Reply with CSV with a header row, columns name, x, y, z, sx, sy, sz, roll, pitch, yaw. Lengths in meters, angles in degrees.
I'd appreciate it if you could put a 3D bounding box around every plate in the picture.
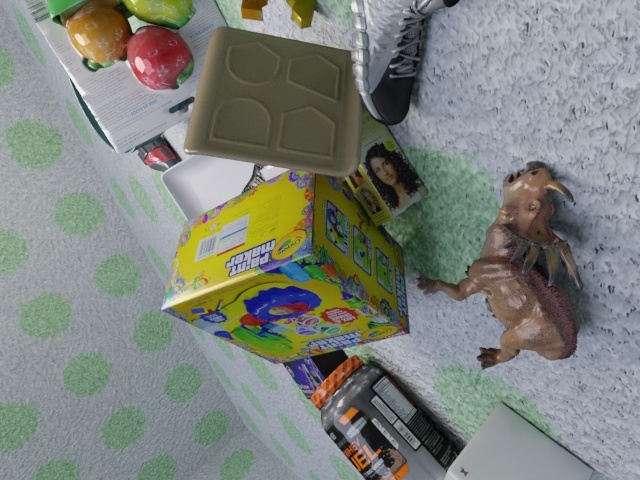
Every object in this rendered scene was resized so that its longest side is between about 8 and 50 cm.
name,x,y,z,sx,sy,sz,roll,pitch,yaw
plate,-0.193,-0.097,1.011,0.277,0.045,0.277,-26,101,17

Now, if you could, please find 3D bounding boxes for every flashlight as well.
name,x,y,z,sx,sy,sz,roll,pitch,yaw
flashlight,-0.474,-0.199,1.413,0.304,0.103,0.103,52,177,5

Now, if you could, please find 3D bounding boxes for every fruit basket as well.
name,x,y,z,sx,sy,sz,roll,pitch,yaw
fruit basket,-0.353,-0.403,0.852,0.353,0.326,0.165,61,-176,-19

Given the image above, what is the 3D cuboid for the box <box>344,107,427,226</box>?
name,x,y,z,sx,sy,sz,roll,pitch,yaw
box,0.066,-0.144,0.672,0.232,0.087,0.058,56,153,-2

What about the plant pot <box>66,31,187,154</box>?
name,x,y,z,sx,sy,sz,roll,pitch,yaw
plant pot,-0.462,-0.387,1.080,0.293,0.196,0.293,27,134,31

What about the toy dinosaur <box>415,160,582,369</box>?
name,x,y,z,sx,sy,sz,roll,pitch,yaw
toy dinosaur,0.270,0.071,0.556,0.296,0.127,0.200,54,145,-8

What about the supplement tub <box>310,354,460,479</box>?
name,x,y,z,sx,sy,sz,roll,pitch,yaw
supplement tub,0.146,0.457,1.040,0.338,0.207,0.207,44,149,20

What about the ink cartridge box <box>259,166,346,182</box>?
name,x,y,z,sx,sy,sz,roll,pitch,yaw
ink cartridge box,-0.016,-0.124,0.771,0.089,0.143,0.092,-25,99,43

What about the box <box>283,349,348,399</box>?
name,x,y,z,sx,sy,sz,roll,pitch,yaw
box,-0.012,0.382,1.314,0.184,0.103,0.261,57,151,4

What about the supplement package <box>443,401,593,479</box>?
name,x,y,z,sx,sy,sz,roll,pitch,yaw
supplement package,0.338,0.486,0.811,0.175,0.177,0.293,34,145,34

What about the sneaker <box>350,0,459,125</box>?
name,x,y,z,sx,sy,sz,roll,pitch,yaw
sneaker,0.105,-0.247,0.511,0.132,0.086,0.229,18,133,45

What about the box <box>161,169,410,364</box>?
name,x,y,z,sx,sy,sz,roll,pitch,yaw
box,-0.045,0.058,0.725,0.289,0.177,0.279,-22,138,29

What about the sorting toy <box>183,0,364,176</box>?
name,x,y,z,sx,sy,sz,roll,pitch,yaw
sorting toy,-0.051,-0.234,0.611,0.228,0.308,0.041,6,158,-3

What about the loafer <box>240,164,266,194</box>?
name,x,y,z,sx,sy,sz,roll,pitch,yaw
loafer,-0.109,-0.112,0.925,0.080,0.078,0.220,46,129,21

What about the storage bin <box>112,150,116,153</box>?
name,x,y,z,sx,sy,sz,roll,pitch,yaw
storage bin,-0.682,-0.439,1.452,0.262,0.123,0.261,-2,117,57
